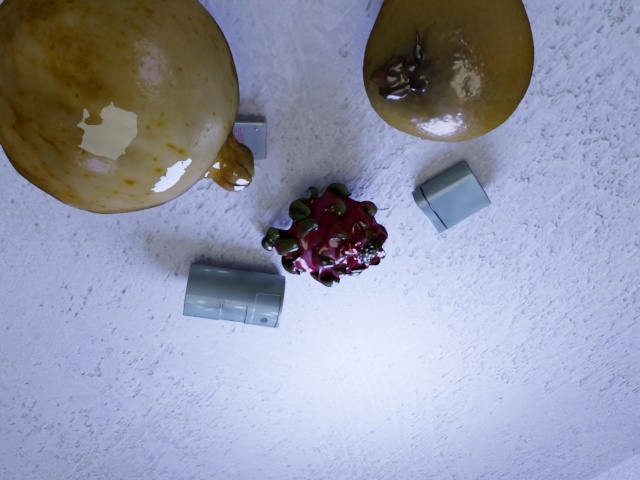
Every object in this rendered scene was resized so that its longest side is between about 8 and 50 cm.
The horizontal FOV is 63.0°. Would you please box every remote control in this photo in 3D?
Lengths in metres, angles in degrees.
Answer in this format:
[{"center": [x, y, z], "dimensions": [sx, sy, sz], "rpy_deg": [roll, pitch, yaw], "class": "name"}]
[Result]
[{"center": [-0.200, -0.201, 1.016], "dimensions": [0.190, 0.029, 0.088], "rpy_deg": [1, 128, -4], "class": "remote control"}]

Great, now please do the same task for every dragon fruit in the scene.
[{"center": [0.004, 0.004, 1.086], "dimensions": [0.272, 0.198, 0.218], "rpy_deg": [-37, 130, 25], "class": "dragon fruit"}]

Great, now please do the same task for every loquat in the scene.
[{"center": [0.188, -0.283, 0.817], "dimensions": [0.274, 0.275, 0.275], "rpy_deg": [-1, 128, -2], "class": "loquat"}]

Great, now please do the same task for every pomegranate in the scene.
[{"center": [-0.276, -0.205, 0.791], "dimensions": [0.410, 0.410, 0.410], "rpy_deg": [-1, 128, -2], "class": "pomegranate"}]

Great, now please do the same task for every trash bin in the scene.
[{"center": [0.279, -0.090, 1.111], "dimensions": [0.130, 0.059, 0.116], "rpy_deg": [-31, 125, 19], "class": "trash bin"}]

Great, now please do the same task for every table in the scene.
[{"center": [-0.198, 0.128, 1.217], "dimensions": [0.220, 0.126, 0.126], "rpy_deg": [10, 127, -10], "class": "table"}]
